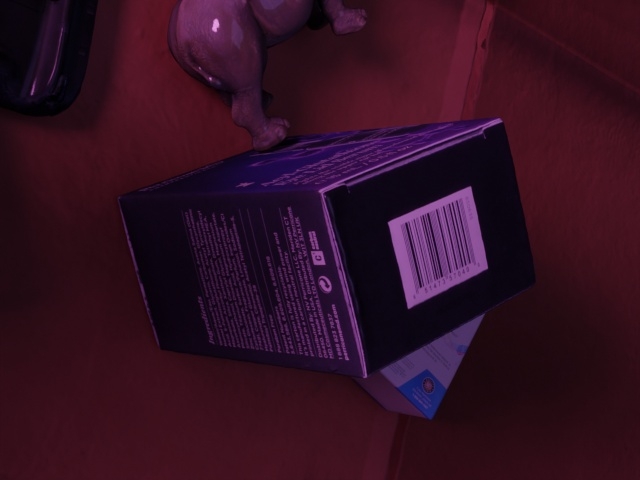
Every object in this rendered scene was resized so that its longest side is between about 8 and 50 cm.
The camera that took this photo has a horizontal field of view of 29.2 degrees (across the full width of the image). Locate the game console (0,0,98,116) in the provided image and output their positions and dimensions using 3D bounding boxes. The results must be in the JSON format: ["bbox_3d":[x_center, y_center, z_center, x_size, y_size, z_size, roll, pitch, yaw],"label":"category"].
[{"bbox_3d":[-0.169,-0.258,0.710,0.213,0.044,0.361,14,80,-40],"label":"game console"}]

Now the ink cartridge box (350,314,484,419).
[{"bbox_3d":[0.069,0.056,0.915,0.088,0.052,0.122,46,64,-32],"label":"ink cartridge box"}]

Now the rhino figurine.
[{"bbox_3d":[-0.017,-0.182,0.824,0.106,0.073,0.243,50,59,-33],"label":"rhino figurine"}]

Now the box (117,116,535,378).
[{"bbox_3d":[0.000,0.000,0.753,0.153,0.207,0.108,-24,106,-39],"label":"box"}]
